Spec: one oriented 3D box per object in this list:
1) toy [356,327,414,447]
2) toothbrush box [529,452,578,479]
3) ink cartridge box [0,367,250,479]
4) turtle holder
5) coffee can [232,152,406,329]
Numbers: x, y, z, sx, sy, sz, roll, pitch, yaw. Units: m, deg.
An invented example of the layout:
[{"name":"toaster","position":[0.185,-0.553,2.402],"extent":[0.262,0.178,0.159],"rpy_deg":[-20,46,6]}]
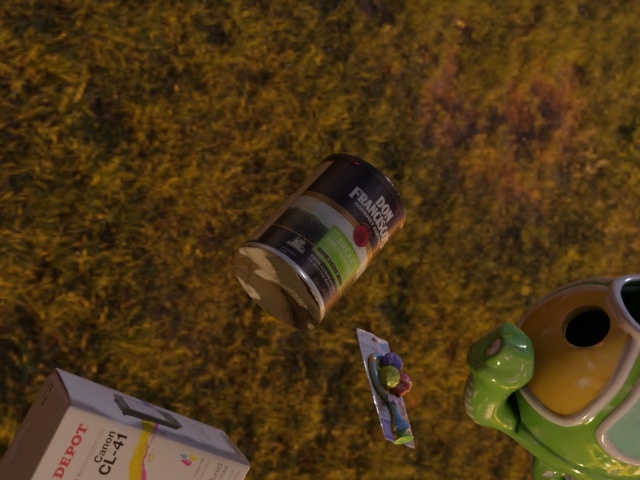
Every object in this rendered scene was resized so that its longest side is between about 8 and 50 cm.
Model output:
[{"name":"toy","position":[0.149,0.292,2.061],"extent":[0.137,0.056,0.237],"rpy_deg":[31,43,-54]},{"name":"toothbrush box","position":[0.482,0.336,1.749],"extent":[0.296,0.126,0.216],"rpy_deg":[12,70,-44]},{"name":"ink cartridge box","position":[-0.292,0.352,1.482],"extent":[0.306,0.131,0.226],"rpy_deg":[26,93,-32]},{"name":"turtle holder","position":[0.316,0.145,1.206],"extent":[0.243,0.320,0.227],"rpy_deg":[-74,-171,-50]},{"name":"coffee can","position":[0.000,0.000,1.884],"extent":[0.275,0.202,0.201],"rpy_deg":[-48,129,-30]}]
